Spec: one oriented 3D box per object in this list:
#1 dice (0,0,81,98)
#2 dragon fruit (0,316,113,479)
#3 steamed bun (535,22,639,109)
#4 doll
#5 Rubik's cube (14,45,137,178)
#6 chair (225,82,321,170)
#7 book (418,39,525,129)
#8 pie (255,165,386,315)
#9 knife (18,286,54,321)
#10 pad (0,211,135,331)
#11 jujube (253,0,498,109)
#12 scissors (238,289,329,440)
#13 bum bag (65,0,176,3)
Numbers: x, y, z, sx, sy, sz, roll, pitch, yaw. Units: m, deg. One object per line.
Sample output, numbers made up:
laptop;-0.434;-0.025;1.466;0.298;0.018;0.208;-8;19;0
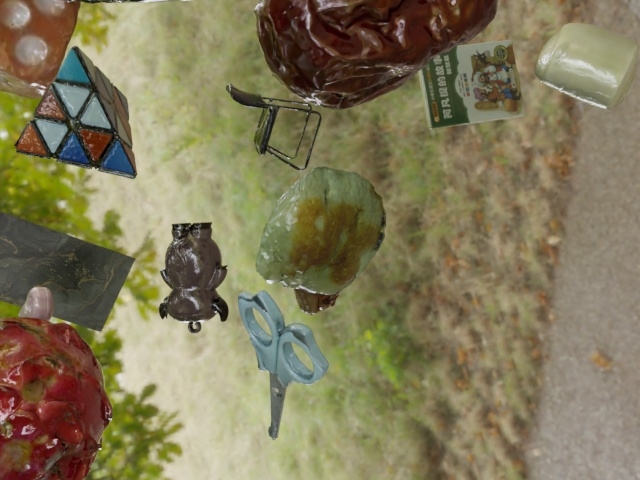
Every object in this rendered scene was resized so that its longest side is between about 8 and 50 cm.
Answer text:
dice;-0.457;-0.319;1.406;0.174;0.174;0.179;2;74;66
dragon fruit;-0.530;0.335;1.664;0.371;0.386;0.249;39;-175;-39
steamed bun;0.563;-0.373;2.037;0.155;0.200;0.250;-67;-12;14
doll;-0.295;0.086;2.239;0.117;0.181;0.258;-22;-71;-64
Rubik's cube;-0.434;-0.215;2.020;0.234;0.284;0.250;48;-156;16
chair;-0.129;-0.271;2.270;0.140;0.221;0.145;-126;53;-70
book;0.380;-0.396;2.454;0.027;0.264;0.202;160;101;-75
pie;0.005;-0.008;1.738;0.105;0.257;0.274;43;180;40
knife;-0.582;0.175;1.913;0.336;0.043;0.081;-39;55;54
pad;-0.650;0.075;2.275;0.248;0.367;0.007;-59;20;28
jujube;0.082;-0.350;1.457;0.276;0.376;0.277;50;150;43
scissors;-0.071;0.227;1.571;0.191;0.029;0.360;37;142;26
bum bag;-0.280;-0.330;1.148;0.144;0.340;0.095;38;-110;-53
